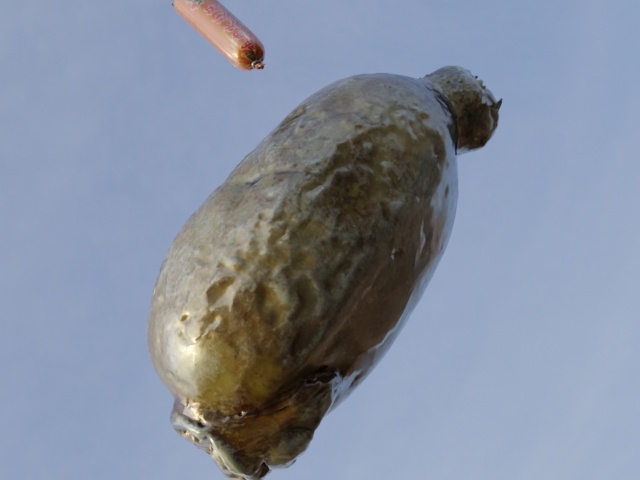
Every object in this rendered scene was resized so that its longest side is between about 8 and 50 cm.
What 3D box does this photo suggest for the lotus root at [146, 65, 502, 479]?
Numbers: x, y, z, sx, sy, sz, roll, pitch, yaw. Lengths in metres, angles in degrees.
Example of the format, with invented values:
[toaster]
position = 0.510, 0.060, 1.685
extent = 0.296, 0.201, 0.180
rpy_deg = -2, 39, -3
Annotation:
[lotus root]
position = -0.002, -0.001, 1.026
extent = 0.349, 0.175, 0.175
rpy_deg = -55, -44, -20

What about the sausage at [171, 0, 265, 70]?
[sausage]
position = -0.076, -0.164, 1.139
extent = 0.031, 0.107, 0.031
rpy_deg = -26, -40, -24
